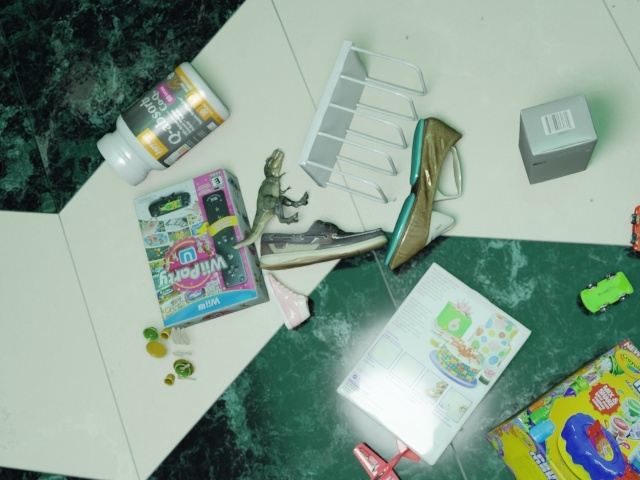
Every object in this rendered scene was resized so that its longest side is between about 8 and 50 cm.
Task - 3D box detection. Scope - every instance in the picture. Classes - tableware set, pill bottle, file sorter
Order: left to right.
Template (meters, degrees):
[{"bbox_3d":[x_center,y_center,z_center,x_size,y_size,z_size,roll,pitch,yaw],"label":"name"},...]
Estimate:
[{"bbox_3d":[-0.356,-0.259,1.805,0.278,0.162,0.162,-39,75,3],"label":"pill bottle"},{"bbox_3d":[-0.331,0.252,1.732,0.104,0.024,0.154,1,121,11],"label":"tableware set"},{"bbox_3d":[0.098,-0.242,1.687,0.173,0.193,0.277,19,84,15],"label":"file sorter"}]

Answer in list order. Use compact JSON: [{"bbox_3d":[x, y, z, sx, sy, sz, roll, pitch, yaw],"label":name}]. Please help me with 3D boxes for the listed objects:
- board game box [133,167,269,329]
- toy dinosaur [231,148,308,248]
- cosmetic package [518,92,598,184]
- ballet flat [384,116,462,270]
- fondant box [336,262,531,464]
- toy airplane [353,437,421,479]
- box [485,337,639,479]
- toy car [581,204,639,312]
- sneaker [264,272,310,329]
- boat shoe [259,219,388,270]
[{"bbox_3d":[-0.264,0.021,1.770,0.224,0.097,0.303,-19,78,9],"label":"board game box"},{"bbox_3d":[-0.096,-0.078,1.748,0.118,0.064,0.268,10,57,11],"label":"toy dinosaur"},{"bbox_3d":[0.465,-0.196,1.581,0.127,0.238,0.107,-15,74,12],"label":"cosmetic package"},{"bbox_3d":[0.232,-0.092,1.689,0.124,0.116,0.342,15,79,-4],"label":"ballet flat"},{"bbox_3d":[0.228,0.247,1.610,0.238,0.096,0.330,37,85,16],"label":"fondant box"},{"bbox_3d":[0.142,0.460,1.637,0.151,0.028,0.151,-2,80,11],"label":"toy airplane"},{"bbox_3d":[0.515,0.386,1.447,0.279,0.177,0.290,-30,73,-20],"label":"box"},{"bbox_3d":[0.625,0.073,1.592,0.225,0.053,0.239,-29,75,6],"label":"toy car"},{"bbox_3d":[-0.068,0.120,1.733,0.070,0.051,0.134,-28,79,4],"label":"sneaker"},{"bbox_3d":[0.000,0.000,1.715,0.285,0.103,0.092,-11,83,16],"label":"boat shoe"}]
